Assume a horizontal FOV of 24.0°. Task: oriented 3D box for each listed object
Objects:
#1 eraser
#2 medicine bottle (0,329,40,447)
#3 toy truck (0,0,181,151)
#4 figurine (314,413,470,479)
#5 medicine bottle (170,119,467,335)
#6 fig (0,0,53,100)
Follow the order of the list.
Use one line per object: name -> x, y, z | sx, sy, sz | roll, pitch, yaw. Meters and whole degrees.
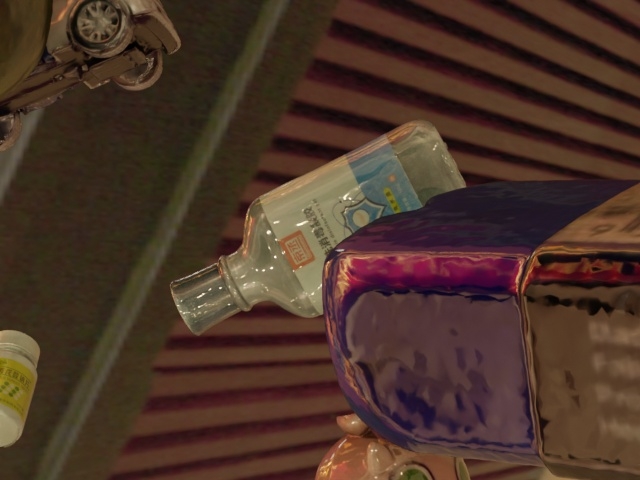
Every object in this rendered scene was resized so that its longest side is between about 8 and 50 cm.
eraser -> 0.165, 0.033, 0.565 | 0.332, 0.155, 0.101 | 0, 105, 38
medicine bottle -> -0.239, 0.111, 1.134 | 0.047, 0.047, 0.083 | -23, 37, 26
toy truck -> -0.259, -0.164, 1.177 | 0.268, 0.124, 0.155 | -23, 79, 4
figurine -> 0.056, 0.189, 1.098 | 0.125, 0.125, 0.138 | -17, 76, 27
medicine bottle -> 0.000, 0.000, 1.011 | 0.208, 0.054, 0.090 | -27, 93, 5
fig -> -0.269, -0.233, 1.033 | 0.206, 0.206, 0.275 | 14, 84, 28
